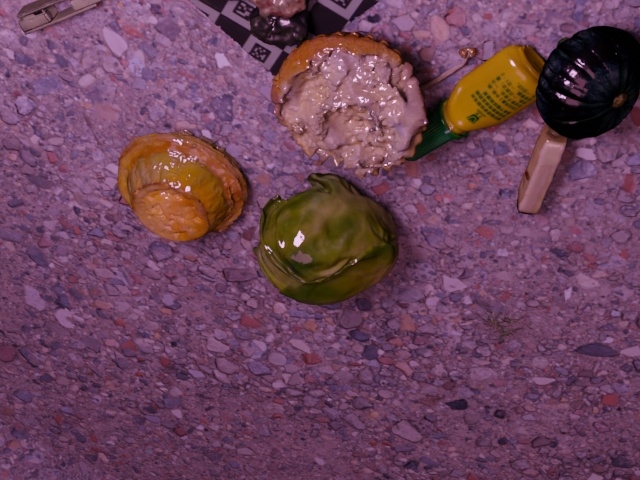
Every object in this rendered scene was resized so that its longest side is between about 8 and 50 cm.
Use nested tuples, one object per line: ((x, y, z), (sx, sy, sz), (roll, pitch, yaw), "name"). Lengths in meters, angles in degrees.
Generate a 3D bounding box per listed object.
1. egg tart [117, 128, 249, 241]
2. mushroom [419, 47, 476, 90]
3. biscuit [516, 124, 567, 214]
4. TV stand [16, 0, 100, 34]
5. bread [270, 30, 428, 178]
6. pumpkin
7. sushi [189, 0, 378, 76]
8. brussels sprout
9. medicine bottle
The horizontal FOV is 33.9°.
((-0.285, -0.091, 2.083), (0.288, 0.118, 0.288), (10, 140, 8), "egg tart")
((0.161, -0.262, 1.842), (0.286, 0.026, 0.028), (-30, 104, 39), "mushroom")
((0.397, -0.125, 1.884), (0.052, 0.056, 0.188), (14, 135, 3), "biscuit")
((-0.432, -0.421, 1.842), (0.249, 0.036, 0.042), (-14, 127, 28), "TV stand")
((0.054, -0.243, 1.788), (0.274, 0.149, 0.274), (8, 130, 10), "bread")
((0.429, -0.249, 1.668), (0.150, 0.194, 0.194), (17, 146, 44), "pumpkin")
((-0.084, -0.426, 1.712), (0.339, 0.069, 0.320), (-29, 121, 37), "sushi")
((0.001, 0.001, 2.004), (0.294, 0.227, 0.259), (-4, 157, -29), "brussels sprout")
((0.253, -0.225, 1.810), (0.111, 0.076, 0.309), (41, 131, -21), "medicine bottle")
